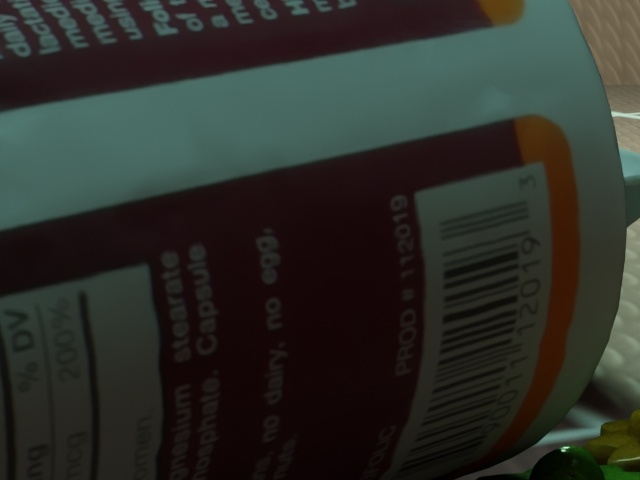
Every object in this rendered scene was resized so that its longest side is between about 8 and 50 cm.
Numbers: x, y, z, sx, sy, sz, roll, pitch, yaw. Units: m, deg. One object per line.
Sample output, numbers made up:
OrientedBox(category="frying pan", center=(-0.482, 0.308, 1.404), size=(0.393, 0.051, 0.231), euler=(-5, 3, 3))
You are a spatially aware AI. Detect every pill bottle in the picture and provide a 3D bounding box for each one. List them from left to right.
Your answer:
OrientedBox(category="pill bottle", center=(-0.116, 0.012, 0.565), size=(0.392, 0.224, 0.224), euler=(-13, 13, -36))

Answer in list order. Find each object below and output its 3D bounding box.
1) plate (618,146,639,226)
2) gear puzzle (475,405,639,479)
OrientedBox(category="plate", center=(0.000, 0.000, 0.913), size=(0.278, 0.045, 0.277), euler=(-4, -14, -12))
OrientedBox(category="gear puzzle", center=(0.116, 0.091, 0.587), size=(0.175, 0.044, 0.339), euler=(0, 9, 19))
